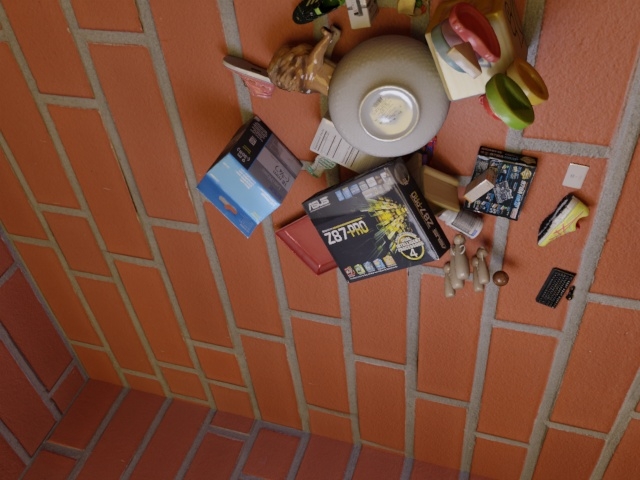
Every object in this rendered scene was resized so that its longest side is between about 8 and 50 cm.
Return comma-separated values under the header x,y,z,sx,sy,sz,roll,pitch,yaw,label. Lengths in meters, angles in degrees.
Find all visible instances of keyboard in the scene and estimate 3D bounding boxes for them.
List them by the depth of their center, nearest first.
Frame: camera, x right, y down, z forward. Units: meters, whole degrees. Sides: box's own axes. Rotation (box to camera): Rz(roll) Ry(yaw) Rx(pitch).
x,y,z,sx,sy,sz,roll,pitch,yaw,label
0.823,0.171,2.150,0.108,0.023,0.180,17,137,8,keyboard

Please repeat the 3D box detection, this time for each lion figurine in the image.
x,y,z,sx,sy,sz,roll,pitch,yaw,label
0.046,-0.458,1.789,0.392,0.142,0.240,36,122,-1,lion figurine

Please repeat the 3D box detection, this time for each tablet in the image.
x,y,z,sx,sy,sz,roll,pitch,yaw,label
0.753,-0.190,1.841,0.054,0.006,0.083,14,135,12,tablet

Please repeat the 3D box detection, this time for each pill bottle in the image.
x,y,z,sx,sy,sz,roll,pitch,yaw,label
0.457,-0.070,2.038,0.137,0.078,0.078,29,137,-5,pill bottle

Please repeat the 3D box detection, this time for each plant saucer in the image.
x,y,z,sx,sy,sz,roll,pitch,yaw,label
0.000,0.000,2.334,0.259,0.047,0.258,-26,118,40,plant saucer

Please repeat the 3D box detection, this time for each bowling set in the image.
x,y,z,sx,sy,sz,roll,pitch,yaw,label
0.528,0.089,2.123,0.200,0.154,0.287,0,159,-3,bowling set

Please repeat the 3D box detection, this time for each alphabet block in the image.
x,y,z,sx,sy,sz,roll,pitch,yaw,label
0.398,-0.497,1.569,0.194,0.192,0.197,-10,126,29,alphabet block

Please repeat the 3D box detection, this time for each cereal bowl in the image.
x,y,z,sx,sy,sz,roll,pitch,yaw,label
0.184,-0.365,1.673,0.339,0.141,0.338,3,126,4,cereal bowl

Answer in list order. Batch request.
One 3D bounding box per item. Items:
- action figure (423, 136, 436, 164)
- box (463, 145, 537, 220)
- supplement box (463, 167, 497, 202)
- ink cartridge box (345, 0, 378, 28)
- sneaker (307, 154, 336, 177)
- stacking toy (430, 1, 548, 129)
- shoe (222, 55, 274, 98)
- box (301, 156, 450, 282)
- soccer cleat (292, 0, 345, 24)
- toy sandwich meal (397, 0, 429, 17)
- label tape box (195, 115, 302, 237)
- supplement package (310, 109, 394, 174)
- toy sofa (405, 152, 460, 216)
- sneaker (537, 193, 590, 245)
x,y,z,sx,sy,sz,roll,pitch,yaw,label
0.336,-0.285,1.921,0.038,0.030,0.115,17,135,16,action figure
0.549,-0.172,1.917,0.175,0.051,0.220,14,136,12,box
0.480,-0.164,1.872,0.036,0.062,0.098,38,137,-10,supplement box
0.105,-0.637,1.628,0.056,0.099,0.135,1,133,22,ink cartridge box
0.016,-0.267,2.031,0.065,0.076,0.166,41,152,-15,sneaker
0.352,-0.356,1.392,0.309,0.279,0.130,42,133,-12,stacking toy
-0.225,-0.502,1.932,0.178,0.063,0.081,21,132,-2,shoe
0.163,-0.051,1.930,0.395,0.097,0.318,-18,105,47,box
-0.011,-0.634,1.701,0.179,0.072,0.060,-14,125,34,soccer cleat
0.242,-0.618,1.635,0.086,0.029,0.085,13,136,13,toy sandwich meal
-0.218,-0.210,2.017,0.106,0.333,0.240,-26,118,40,label tape box
0.114,-0.309,1.915,0.244,0.139,0.133,26,136,0,supplement package
0.273,-0.120,2.028,0.150,0.177,0.363,18,147,-30,toy sofa
0.750,-0.044,1.931,0.094,0.081,0.208,25,137,-3,sneaker
